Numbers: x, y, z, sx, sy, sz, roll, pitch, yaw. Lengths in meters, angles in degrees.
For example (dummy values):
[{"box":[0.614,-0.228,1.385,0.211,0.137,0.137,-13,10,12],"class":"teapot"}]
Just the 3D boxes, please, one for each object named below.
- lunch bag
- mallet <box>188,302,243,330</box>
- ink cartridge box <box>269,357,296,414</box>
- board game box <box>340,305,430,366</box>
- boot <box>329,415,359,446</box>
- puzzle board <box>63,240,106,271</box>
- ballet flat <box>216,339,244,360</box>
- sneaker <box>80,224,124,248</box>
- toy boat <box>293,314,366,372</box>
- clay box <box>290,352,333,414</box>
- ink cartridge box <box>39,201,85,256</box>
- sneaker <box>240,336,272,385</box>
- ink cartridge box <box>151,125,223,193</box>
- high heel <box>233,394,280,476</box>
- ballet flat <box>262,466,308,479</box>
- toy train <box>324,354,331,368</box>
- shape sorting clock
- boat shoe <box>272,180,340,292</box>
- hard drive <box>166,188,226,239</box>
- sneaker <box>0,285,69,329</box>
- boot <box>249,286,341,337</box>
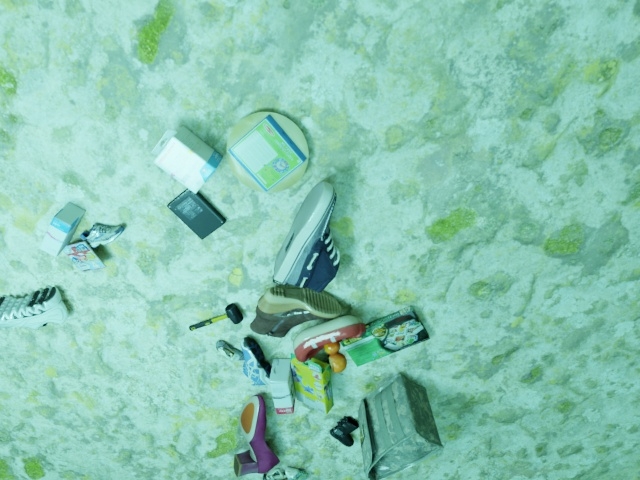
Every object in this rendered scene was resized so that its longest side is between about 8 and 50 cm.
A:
[{"box":[0.229,0.628,1.572,0.168,0.235,0.287,34,116,-24],"class":"lunch bag"},{"box":[-0.327,0.257,1.484,0.189,0.039,0.062,-27,113,21],"class":"mallet"},{"box":[-0.123,0.482,1.567,0.063,0.109,0.151,-3,121,5],"class":"ink cartridge box"},{"box":[0.201,0.308,1.501,0.259,0.030,0.136,-25,119,16],"class":"board game box"},{"box":[0.104,0.700,1.733,0.121,0.045,0.099,38,112,-19],"class":"boot"},{"box":[-0.680,0.049,1.351,0.128,0.011,0.097,-9,123,34],"class":"puzzle board"},{"box":[-0.296,0.371,1.546,0.114,0.041,0.041,39,115,-20],"class":"ballet flat"},{"box":[-0.611,-0.019,1.313,0.135,0.052,0.058,-20,115,12],"class":"sneaker"},{"box":[0.034,0.323,1.422,0.230,0.151,0.151,-21,74,16],"class":"toy boat"},{"box":[-0.027,0.458,1.552,0.127,0.053,0.222,16,126,31],"class":"clay box"},{"box":[-0.703,-0.029,1.286,0.052,0.089,0.122,30,117,-16],"class":"ink cartridge box"},{"box":[-0.221,0.403,1.540,0.081,0.080,0.211,-16,118,7],"class":"sneaker"},{"box":[-0.332,-0.207,1.168,0.143,0.090,0.092,39,114,-19],"class":"ink cartridge box"},{"box":[-0.205,0.701,1.731,0.181,0.127,0.378,-1,121,-32],"class":"high heel"},{"box":[-0.145,0.932,1.871,0.188,0.070,0.070,-17,119,8],"class":"ballet flat"},{"box":[0.022,0.427,1.572,0.027,0.036,0.159,14,121,-7],"class":"toy train"},{"box":[-0.132,-0.218,1.184,0.205,0.040,0.207,2,118,3],"class":"shape sorting clock"},{"box":[0.000,0.000,1.278,0.158,0.127,0.341,19,128,-17],"class":"boat shoe"},{"box":[-0.336,-0.074,1.288,0.094,0.022,0.135,-33,115,19],"class":"hard drive"},{"box":[-0.916,0.231,1.447,0.291,0.110,0.118,-10,129,8],"class":"sneaker"},{"box":[-0.079,0.231,1.449,0.248,0.090,0.207,15,135,-12],"class":"boot"}]
